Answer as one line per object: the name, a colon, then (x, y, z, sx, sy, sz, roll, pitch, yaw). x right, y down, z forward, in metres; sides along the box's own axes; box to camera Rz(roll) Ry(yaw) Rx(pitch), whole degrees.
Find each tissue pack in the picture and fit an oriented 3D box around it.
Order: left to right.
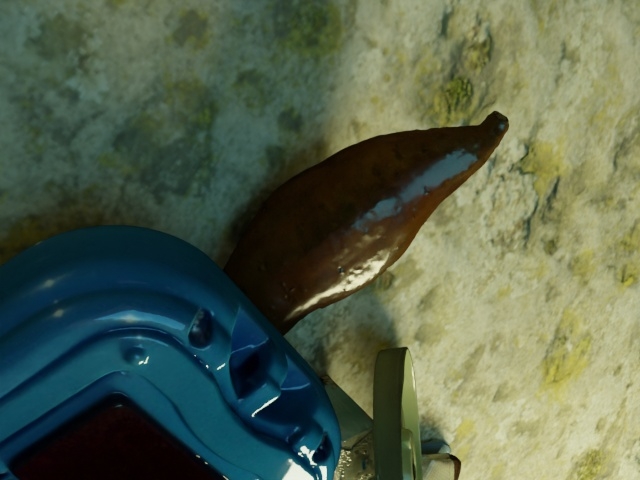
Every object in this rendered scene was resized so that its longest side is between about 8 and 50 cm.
tissue pack: (0.013, 0.190, 0.802, 0.059, 0.094, 0.074, -17, 121, -26)

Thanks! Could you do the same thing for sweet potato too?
sweet potato: (0.003, -0.004, 0.694, 0.359, 0.112, 0.112, -35, 129, 10)

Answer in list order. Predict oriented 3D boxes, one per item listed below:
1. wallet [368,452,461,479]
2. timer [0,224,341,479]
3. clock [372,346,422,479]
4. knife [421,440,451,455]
wallet: (0.045, 0.405, 0.950, 0.275, 0.068, 0.335, -6, 112, -33)
timer: (-0.160, 0.163, 0.629, 0.309, 0.115, 0.340, -34, 127, 4)
clock: (0.080, 0.222, 0.791, 0.029, 0.235, 0.235, -5, 122, 10)
knife: (0.030, 0.256, 0.897, 0.313, 0.019, 0.044, -3, 121, -33)
